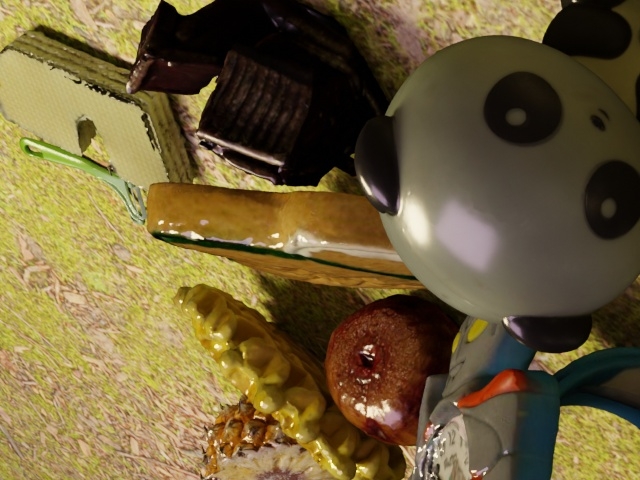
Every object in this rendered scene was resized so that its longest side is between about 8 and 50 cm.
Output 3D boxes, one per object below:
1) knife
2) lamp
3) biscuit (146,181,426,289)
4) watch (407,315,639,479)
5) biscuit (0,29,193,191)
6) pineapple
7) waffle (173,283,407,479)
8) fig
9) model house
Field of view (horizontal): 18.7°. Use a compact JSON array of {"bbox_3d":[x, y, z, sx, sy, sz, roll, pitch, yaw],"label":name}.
[{"bbox_3d":[-0.248,-0.071,2.035,0.166,0.022,0.078,26,143,26],"label":"knife"},{"bbox_3d":[0.147,-0.059,1.257,0.198,0.244,0.197,36,159,16],"label":"lamp"},{"bbox_3d":[0.000,0.002,1.575,0.287,0.057,0.344,10,175,-23],"label":"biscuit"},{"bbox_3d":[0.221,0.181,1.576,0.275,0.305,0.241,14,160,-12],"label":"watch"},{"bbox_3d":[-0.233,-0.130,1.899,0.250,0.046,0.147,24,150,31],"label":"biscuit"},{"bbox_3d":[-0.053,0.209,2.110,0.162,0.136,0.176,-14,143,7],"label":"pineapple"},{"bbox_3d":[-0.024,0.144,1.897,0.309,0.065,0.283,45,-178,20],"label":"waffle"},{"bbox_3d":[0.103,0.141,1.795,0.201,0.134,0.146,39,-170,-41],"label":"fig"},{"bbox_3d":[-0.058,-0.115,1.551,0.203,0.164,0.141,32,147,25],"label":"model house"}]
